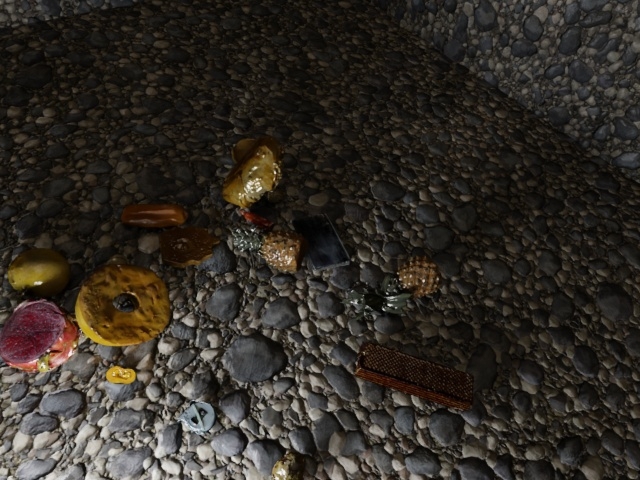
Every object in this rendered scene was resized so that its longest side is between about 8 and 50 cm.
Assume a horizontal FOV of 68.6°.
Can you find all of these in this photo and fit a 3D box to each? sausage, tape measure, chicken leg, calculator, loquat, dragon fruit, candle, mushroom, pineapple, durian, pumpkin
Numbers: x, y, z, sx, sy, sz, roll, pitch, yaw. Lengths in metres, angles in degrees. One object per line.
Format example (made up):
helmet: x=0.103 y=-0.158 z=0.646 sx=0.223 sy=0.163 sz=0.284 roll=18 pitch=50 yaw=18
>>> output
sausage: x=-0.616 y=-0.093 z=1.744 sx=0.238 sy=0.098 sz=0.098 roll=0 pitch=52 yaw=-11
tape measure: x=-0.346 y=0.504 z=1.343 sx=0.094 sy=0.054 sz=0.091 roll=23 pitch=57 yaw=10
chicken leg: x=-0.098 y=0.670 z=1.261 sx=0.085 sy=0.069 sz=0.197 roll=28 pitch=55 yaw=-19
calculator: x=0.000 y=0.000 z=1.839 sx=0.161 sy=0.021 sz=0.261 roll=-12 pitch=55 yaw=-19
loquat: x=-0.889 y=0.099 z=1.500 sx=0.172 sy=0.149 sz=0.204 roll=14 pitch=39 yaw=6
dragon fruit: x=-0.810 y=0.278 z=1.381 sx=0.211 sy=0.147 sz=0.282 roll=-31 pitch=56 yaw=-15
candle: x=-0.252 y=-0.088 z=1.841 sx=0.162 sy=0.048 sz=0.053 roll=27 pitch=22 yaw=12
mushroom: x=-0.691 y=0.143 z=1.547 sx=0.092 sy=0.081 sz=0.223 roll=-20 pitch=47 yaw=30
pineapple: x=0.259 y=0.185 z=1.676 sx=0.365 sy=0.165 sz=0.165 roll=-26 pitch=60 yaw=-18
pineapple: x=-0.193 y=0.023 z=1.716 sx=0.279 sy=0.157 sz=0.157 roll=13 pitch=50 yaw=12
durian: x=-0.183 y=-0.186 z=1.914 sx=0.091 sy=0.080 sz=0.080 roll=-24 pitch=60 yaw=-21
pumpkin: x=-0.592 y=0.405 z=1.390 sx=0.083 sy=0.028 sz=0.050 roll=15 pitch=52 yaw=-11

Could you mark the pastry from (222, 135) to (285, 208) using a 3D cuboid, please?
pastry: x=-0.245 y=-0.256 z=1.828 sx=0.162 sy=0.311 sz=0.255 roll=35 pitch=25 yaw=-26

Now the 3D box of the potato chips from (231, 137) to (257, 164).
potato chips: x=-0.281 y=-0.359 z=2.044 sx=0.208 sy=0.062 sz=0.195 roll=-8 pitch=59 yaw=-19

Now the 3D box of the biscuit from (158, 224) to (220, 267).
biscuit: x=-0.475 y=0.019 z=1.720 sx=0.215 sy=0.034 sz=0.182 roll=-8 pitch=54 yaw=-20

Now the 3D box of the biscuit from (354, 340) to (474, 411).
biscuit: x=0.300 y=0.437 z=1.516 sx=0.389 sy=0.073 sz=0.107 roll=18 pitch=49 yaw=2

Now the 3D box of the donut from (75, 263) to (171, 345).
donut: x=-0.610 y=0.202 z=1.436 sx=0.278 sy=0.108 sz=0.277 roll=27 pitch=48 yaw=-35
